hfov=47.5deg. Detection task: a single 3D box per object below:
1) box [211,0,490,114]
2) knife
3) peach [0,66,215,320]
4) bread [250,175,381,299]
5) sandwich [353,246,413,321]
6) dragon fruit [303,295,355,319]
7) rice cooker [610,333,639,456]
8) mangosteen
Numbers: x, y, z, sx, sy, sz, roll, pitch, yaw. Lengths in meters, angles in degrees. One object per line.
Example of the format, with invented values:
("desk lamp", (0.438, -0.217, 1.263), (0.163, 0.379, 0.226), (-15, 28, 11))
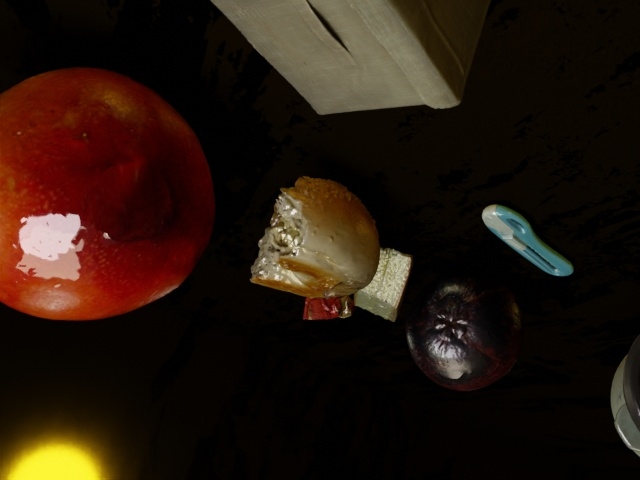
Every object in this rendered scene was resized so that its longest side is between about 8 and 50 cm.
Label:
("box", (0.016, -0.222, 0.566), (0.149, 0.155, 0.231), (4, 157, 39))
("knife", (0.315, 0.006, 1.098), (0.222, 0.031, 0.064), (33, 153, -36))
("peach", (-0.326, -0.067, 1.023), (0.388, 0.388, 0.388), (17, 161, 6))
("bread", (0.005, 0.000, 1.168), (0.192, 0.171, 0.314), (18, 162, -5))
("sandwich", (0.123, 0.093, 1.441), (0.094, 0.096, 0.258), (21, 159, 11))
("dragon fruit", (0.027, 0.132, 1.663), (0.106, 0.083, 0.162), (5, -176, 13))
("rice cooker", (0.609, 0.248, 1.151), (0.316, 0.264, 0.316), (-20, 157, -9))
("mangosteen", (0.262, 0.168, 1.318), (0.216, 0.216, 0.216), (17, 161, 6))
